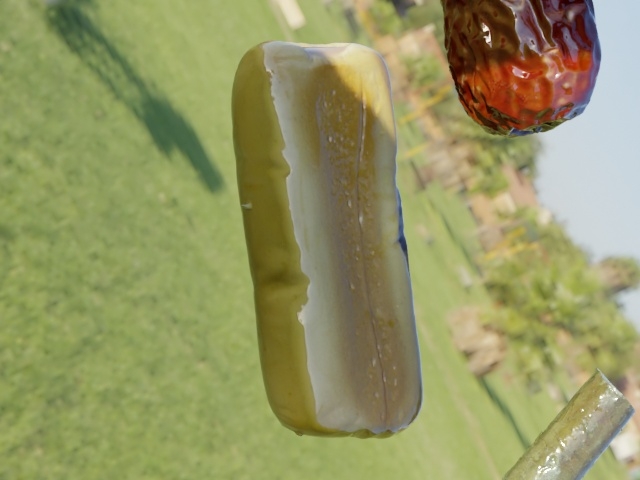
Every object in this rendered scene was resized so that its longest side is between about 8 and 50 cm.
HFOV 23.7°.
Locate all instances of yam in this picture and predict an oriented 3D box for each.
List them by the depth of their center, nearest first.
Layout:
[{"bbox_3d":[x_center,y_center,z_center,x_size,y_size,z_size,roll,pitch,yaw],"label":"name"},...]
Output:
[{"bbox_3d":[0.207,0.172,1.275,0.054,0.132,0.054,40,-1,1],"label":"yam"}]

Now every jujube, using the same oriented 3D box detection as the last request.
[{"bbox_3d":[0.141,-0.163,1.091,0.109,0.112,0.176,-5,85,-60],"label":"jujube"}]

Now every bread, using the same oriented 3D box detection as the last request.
[{"bbox_3d":[0.000,0.000,1.151,0.091,0.142,0.305,-7,-91,53],"label":"bread"}]
